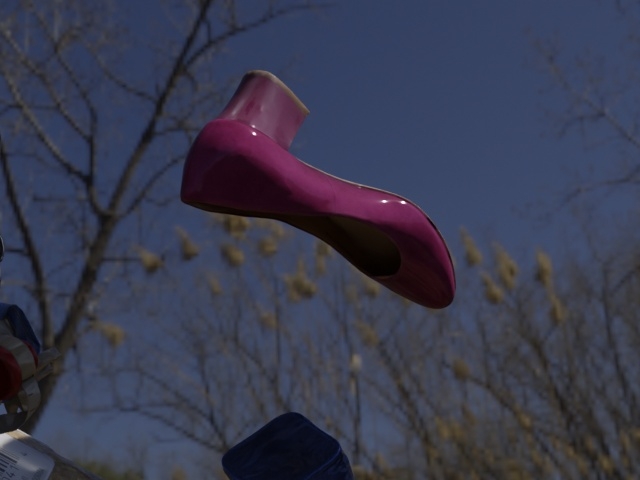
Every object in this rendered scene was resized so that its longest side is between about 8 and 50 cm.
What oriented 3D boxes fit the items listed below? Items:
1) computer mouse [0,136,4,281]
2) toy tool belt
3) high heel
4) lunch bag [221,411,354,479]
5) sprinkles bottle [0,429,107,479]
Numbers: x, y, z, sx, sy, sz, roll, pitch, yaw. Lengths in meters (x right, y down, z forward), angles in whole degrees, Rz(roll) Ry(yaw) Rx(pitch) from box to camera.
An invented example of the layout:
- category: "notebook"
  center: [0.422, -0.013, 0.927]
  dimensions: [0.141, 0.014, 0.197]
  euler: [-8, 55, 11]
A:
- category: "computer mouse"
  center: [-0.421, -0.022, 1.110]
  dimensions: [0.272, 0.188, 0.072]
  euler: [-1, -6, -21]
- category: "toy tool belt"
  center: [-0.119, 0.041, 0.439]
  dimensions: [0.083, 0.052, 0.051]
  euler: [-16, 10, 33]
- category: "high heel"
  center: [0.000, 0.000, 1.389]
  dimensions: [0.377, 0.181, 0.127]
  euler: [42, -34, -22]
- category: "lunch bag"
  center: [-0.016, 0.164, 0.834]
  dimensions: [0.067, 0.065, 0.098]
  euler: [-33, 24, -16]
- category: "sprinkles bottle"
  center: [-0.272, 0.142, 0.791]
  dimensions: [0.355, 0.121, 0.121]
  euler: [30, -26, -7]
